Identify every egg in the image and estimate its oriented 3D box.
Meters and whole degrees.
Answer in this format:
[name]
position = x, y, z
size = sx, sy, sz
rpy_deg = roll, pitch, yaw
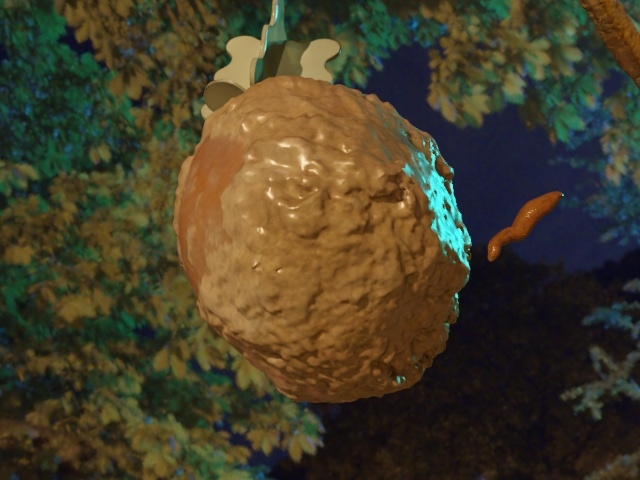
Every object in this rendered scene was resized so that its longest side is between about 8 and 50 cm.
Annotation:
[egg]
position = 0.000, 0.000, 0.846
size = 0.279, 0.279, 0.310
rpy_deg = -30, -66, -2

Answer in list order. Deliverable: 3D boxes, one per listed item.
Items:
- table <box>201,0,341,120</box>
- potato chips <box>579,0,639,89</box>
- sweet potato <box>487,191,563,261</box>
[table]
position = -0.064, -0.220, 1.247
size = 0.167, 0.198, 0.166
rpy_deg = 6, -43, 6
[potato chips]
position = 0.535, -0.393, 1.660
size = 0.057, 0.407, 0.080
rpy_deg = -10, 38, 51
[sweet potato]
position = 0.319, -0.024, 1.454
size = 0.179, 0.044, 0.044
rpy_deg = -38, -25, -19
